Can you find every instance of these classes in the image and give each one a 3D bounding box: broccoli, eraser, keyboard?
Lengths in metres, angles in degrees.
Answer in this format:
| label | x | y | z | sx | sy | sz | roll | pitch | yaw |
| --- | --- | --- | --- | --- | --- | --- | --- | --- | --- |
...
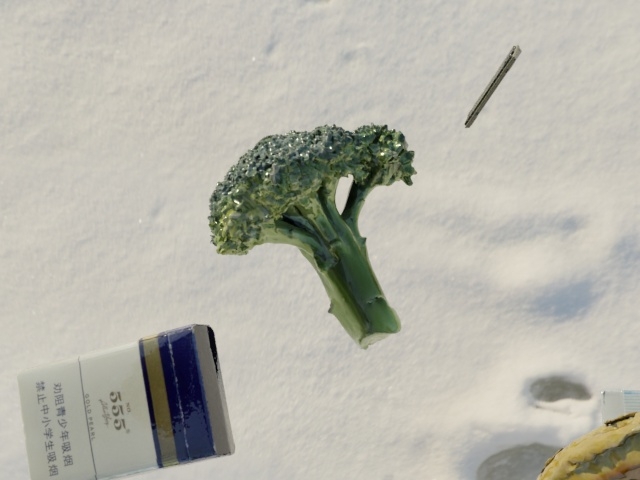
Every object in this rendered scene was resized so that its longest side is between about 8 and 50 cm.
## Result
| label | x | y | z | sx | sy | sz | roll | pitch | yaw |
| --- | --- | --- | --- | --- | --- | --- | --- | --- | --- |
| broccoli | -0.032 | -0.003 | 1.469 | 0.353 | 0.275 | 0.396 | 5 | 104 | 26 |
| eraser | 0.573 | 0.292 | 1.341 | 0.225 | 0.052 | 0.095 | -3 | 65 | 18 |
| keyboard | 0.244 | -0.219 | 1.187 | 0.015 | 0.129 | 0.049 | 34 | 39 | 3 |

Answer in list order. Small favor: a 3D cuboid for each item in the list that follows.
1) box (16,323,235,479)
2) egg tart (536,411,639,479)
| label | x | y | z | sx | sy | sz | roll | pitch | yaw |
| --- | --- | --- | --- | --- | --- | --- | --- | --- | --- |
| box | -0.245 | 0.213 | 1.044 | 0.259 | 0.071 | 0.168 | -15 | 76 | 12 |
| egg tart | 0.346 | 0.275 | 0.758 | 0.341 | 0.129 | 0.341 | 4 | 108 | 13 |
